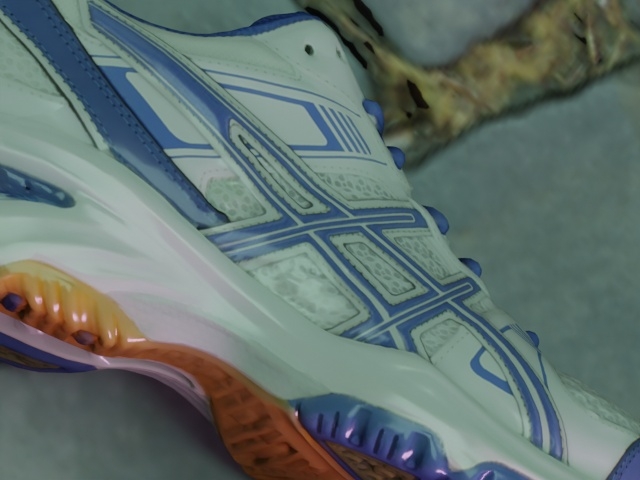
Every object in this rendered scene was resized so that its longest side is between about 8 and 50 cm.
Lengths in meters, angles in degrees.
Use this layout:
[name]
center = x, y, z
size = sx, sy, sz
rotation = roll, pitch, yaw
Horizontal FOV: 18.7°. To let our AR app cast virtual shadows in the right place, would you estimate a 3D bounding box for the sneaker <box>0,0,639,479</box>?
[sneaker]
center = 0.000, 0.000, 0.565
size = 0.296, 0.112, 0.131
rotation = 29, 68, -21
